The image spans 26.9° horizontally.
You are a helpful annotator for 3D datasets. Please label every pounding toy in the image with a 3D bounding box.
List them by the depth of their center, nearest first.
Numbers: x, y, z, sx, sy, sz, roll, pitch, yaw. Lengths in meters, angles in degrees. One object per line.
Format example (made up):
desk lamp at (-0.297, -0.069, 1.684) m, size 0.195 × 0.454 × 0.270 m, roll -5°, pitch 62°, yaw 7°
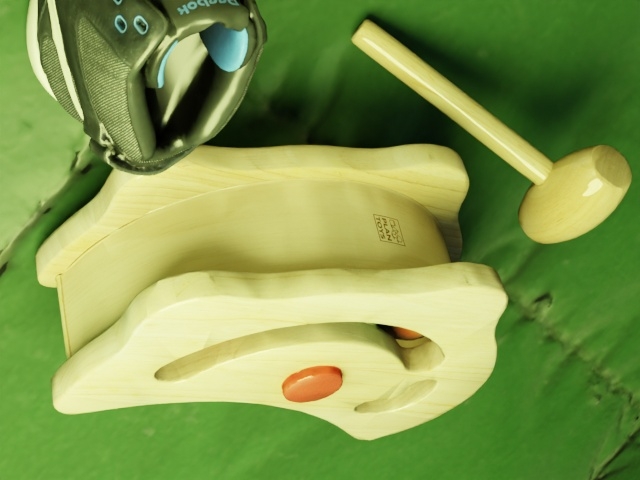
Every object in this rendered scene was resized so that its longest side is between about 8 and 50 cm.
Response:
pounding toy at (0.000, 0.000, 0.643) m, size 0.269 × 0.155 × 0.154 m, roll -1°, pitch 148°, yaw -22°

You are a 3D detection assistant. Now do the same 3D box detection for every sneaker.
sneaker at (-0.059, -0.127, 0.484) m, size 0.079 × 0.121 × 0.217 m, roll -15°, pitch 126°, yaw -26°
